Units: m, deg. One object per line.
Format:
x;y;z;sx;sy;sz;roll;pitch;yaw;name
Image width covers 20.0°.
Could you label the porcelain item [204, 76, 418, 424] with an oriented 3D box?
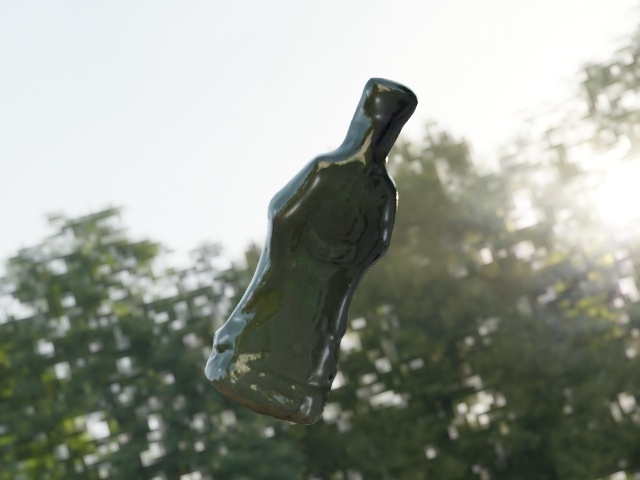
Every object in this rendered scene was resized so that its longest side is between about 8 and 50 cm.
0.000;0.000;1.107;0.081;0.215;0.069;21;12;0;porcelain item
